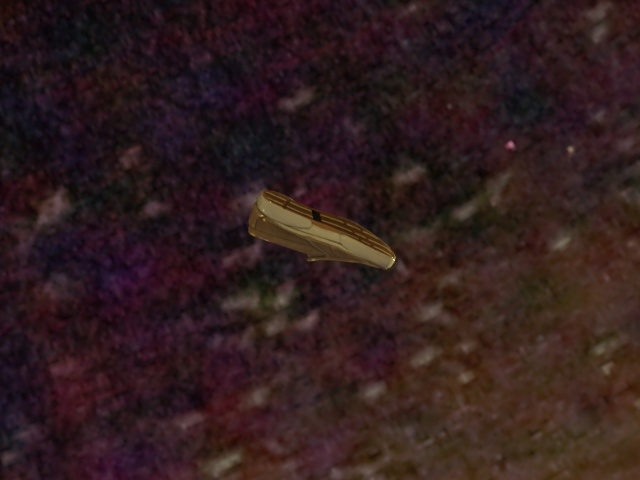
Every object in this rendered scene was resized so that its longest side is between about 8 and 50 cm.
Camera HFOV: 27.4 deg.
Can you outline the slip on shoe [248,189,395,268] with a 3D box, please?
[{"bbox_3d":[0.000,0.000,1.177,0.135,0.051,0.041,22,109,-12],"label":"slip on shoe"}]
